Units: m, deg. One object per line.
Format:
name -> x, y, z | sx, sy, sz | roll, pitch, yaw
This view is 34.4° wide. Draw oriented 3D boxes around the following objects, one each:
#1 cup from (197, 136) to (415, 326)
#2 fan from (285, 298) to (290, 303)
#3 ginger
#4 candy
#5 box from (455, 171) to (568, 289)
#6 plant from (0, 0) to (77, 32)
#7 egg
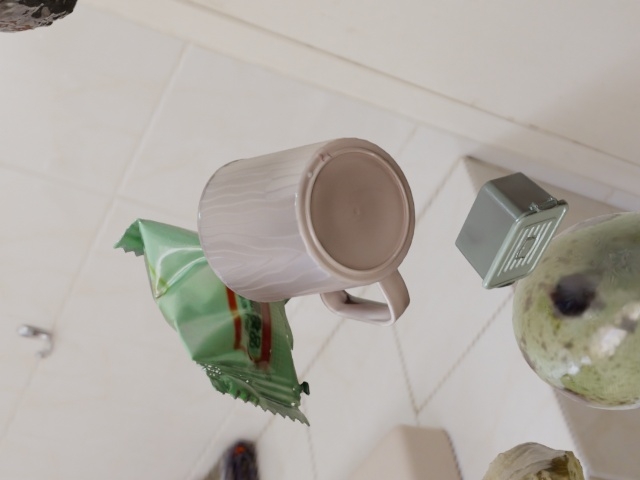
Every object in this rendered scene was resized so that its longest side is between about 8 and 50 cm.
cup -> -0.015, 0.004, 1.469 | 0.273, 0.208, 0.288 | -10, 95, 55
fan -> -0.020, 0.030, 1.781 | 0.310, 0.010, 0.182 | -34, 34, 44
ginger -> 0.358, 0.438, 1.775 | 0.221, 0.276, 0.130 | -17, 93, 23
candy -> -0.159, 0.129, 1.678 | 0.172, 0.263, 0.398 | -47, 49, 23
box -> 0.204, -0.013, 1.126 | 0.069, 0.084, 0.122 | 50, 138, 31
plant -> -0.418, -0.319, 1.112 | 0.194, 0.321, 0.181 | -22, 78, 30
egg -> 0.553, 0.117, 1.823 | 0.428, 0.345, 0.345 | -18, 48, 16
